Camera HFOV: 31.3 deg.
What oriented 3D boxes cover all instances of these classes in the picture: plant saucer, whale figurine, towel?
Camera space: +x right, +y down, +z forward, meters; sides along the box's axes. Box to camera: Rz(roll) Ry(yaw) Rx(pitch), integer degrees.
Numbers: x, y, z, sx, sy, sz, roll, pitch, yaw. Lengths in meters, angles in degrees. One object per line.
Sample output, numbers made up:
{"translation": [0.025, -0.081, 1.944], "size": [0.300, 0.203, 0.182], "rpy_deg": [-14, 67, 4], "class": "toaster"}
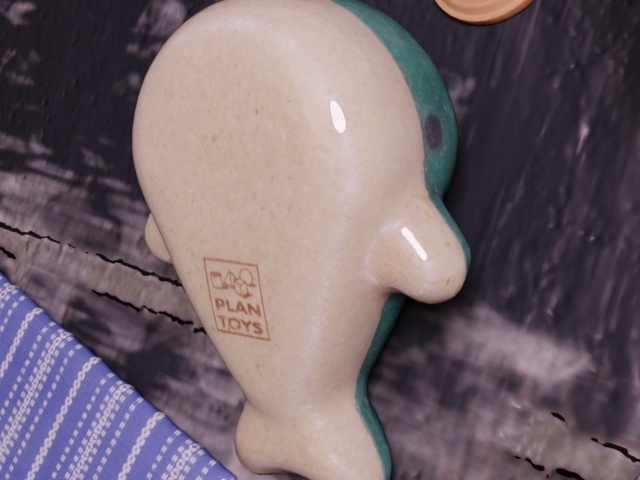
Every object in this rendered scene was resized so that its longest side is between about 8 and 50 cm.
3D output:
{"translation": [0.095, -0.163, 0.640], "size": [0.083, 0.013, 0.083], "rpy_deg": [-10, 74, 38], "class": "plant saucer"}
{"translation": [0.000, 0.000, 0.624], "size": [0.216, 0.141, 0.272], "rpy_deg": [4, 107, 40], "class": "whale figurine"}
{"translation": [-0.217, 0.177, 0.804], "size": [0.336, 0.040, 0.243], "rpy_deg": [32, 99, 37], "class": "towel"}

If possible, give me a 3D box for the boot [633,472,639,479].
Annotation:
{"translation": [0.108, 0.146, 0.521], "size": [0.086, 0.069, 0.190], "rpy_deg": [38, 106, 35], "class": "boot"}
